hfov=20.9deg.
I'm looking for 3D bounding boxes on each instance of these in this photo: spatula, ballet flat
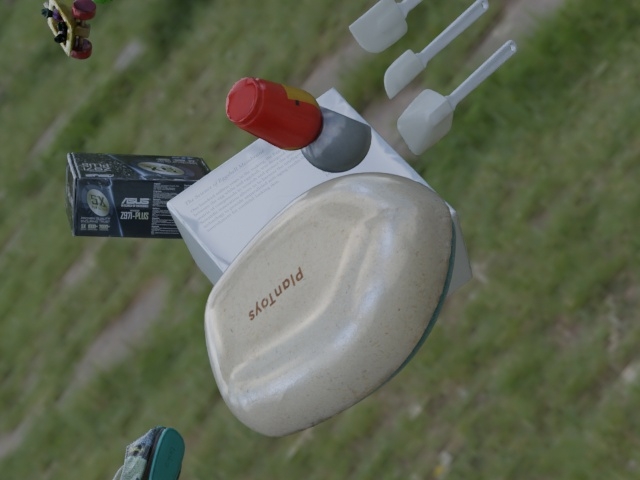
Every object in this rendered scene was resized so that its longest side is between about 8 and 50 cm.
[{"bbox_3d":[0.133,-0.217,1.944,0.019,0.168,0.242,-18,18,45],"label":"spatula"},{"bbox_3d":[-0.176,0.254,1.624,0.070,0.070,0.188,-43,17,35],"label":"ballet flat"}]

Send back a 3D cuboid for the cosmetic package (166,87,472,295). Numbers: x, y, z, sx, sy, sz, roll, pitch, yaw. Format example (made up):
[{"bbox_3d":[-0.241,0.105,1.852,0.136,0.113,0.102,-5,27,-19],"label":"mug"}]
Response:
[{"bbox_3d":[0.000,0.000,1.825,0.224,0.225,0.138,-35,-33,-10],"label":"cosmetic package"}]

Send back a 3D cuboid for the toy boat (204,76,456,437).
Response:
[{"bbox_3d":[0.010,-0.001,1.484,0.267,0.148,0.318,-36,52,33],"label":"toy boat"}]

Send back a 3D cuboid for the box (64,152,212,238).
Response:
[{"bbox_3d":[-0.229,-0.057,2.189,0.147,0.180,0.078,-126,39,-71],"label":"box"}]

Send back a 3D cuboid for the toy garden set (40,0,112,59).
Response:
[{"bbox_3d":[-0.314,-0.338,1.941,0.049,0.244,0.204,-21,-36,-31],"label":"toy garden set"}]
